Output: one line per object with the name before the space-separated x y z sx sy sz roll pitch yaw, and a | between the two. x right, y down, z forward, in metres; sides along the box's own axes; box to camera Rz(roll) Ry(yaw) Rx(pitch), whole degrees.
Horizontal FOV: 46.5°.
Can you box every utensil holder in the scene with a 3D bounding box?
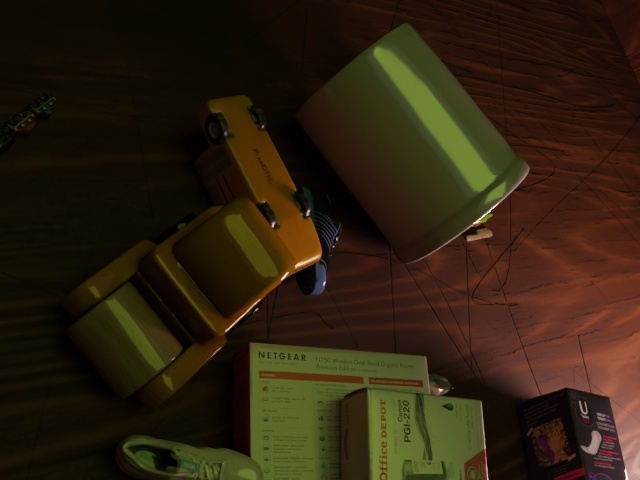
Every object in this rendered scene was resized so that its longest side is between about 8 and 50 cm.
utensil holder | 0.180 -0.200 1.534 0.385 0.327 0.327 51 44 -5

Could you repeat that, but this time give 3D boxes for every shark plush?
shark plush | 0.188 0.278 1.489 0.161 0.073 0.067 16 35 -11

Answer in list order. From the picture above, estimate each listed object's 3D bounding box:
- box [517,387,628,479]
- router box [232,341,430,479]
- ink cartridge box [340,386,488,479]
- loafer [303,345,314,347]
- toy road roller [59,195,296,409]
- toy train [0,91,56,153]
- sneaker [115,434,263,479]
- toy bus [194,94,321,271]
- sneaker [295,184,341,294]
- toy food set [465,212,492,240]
box | 0.552 0.476 1.615 0.165 0.143 0.270 18 56 -33
router box | 0.028 0.331 1.206 0.335 0.082 0.301 9 65 -24
ink cartridge box | 0.146 0.323 1.166 0.218 0.092 0.158 10 64 -22
loafer | 0.000 0.254 1.307 0.050 0.056 0.148 -29 87 -53
toy road roller | -0.190 0.068 1.107 0.202 0.240 0.329 52 44 -6
toy train | -0.463 -0.182 1.157 0.036 0.027 0.158 47 45 -17
sneaker | -0.180 0.317 1.034 0.212 0.094 0.080 14 66 -9
toy bus | -0.122 -0.089 1.337 0.108 0.130 0.333 -23 83 -45
sneaker | 0.000 0.000 1.433 0.090 0.081 0.232 12 59 -31
toy food set | 0.371 -0.096 1.850 0.132 0.038 0.192 -13 76 -45
